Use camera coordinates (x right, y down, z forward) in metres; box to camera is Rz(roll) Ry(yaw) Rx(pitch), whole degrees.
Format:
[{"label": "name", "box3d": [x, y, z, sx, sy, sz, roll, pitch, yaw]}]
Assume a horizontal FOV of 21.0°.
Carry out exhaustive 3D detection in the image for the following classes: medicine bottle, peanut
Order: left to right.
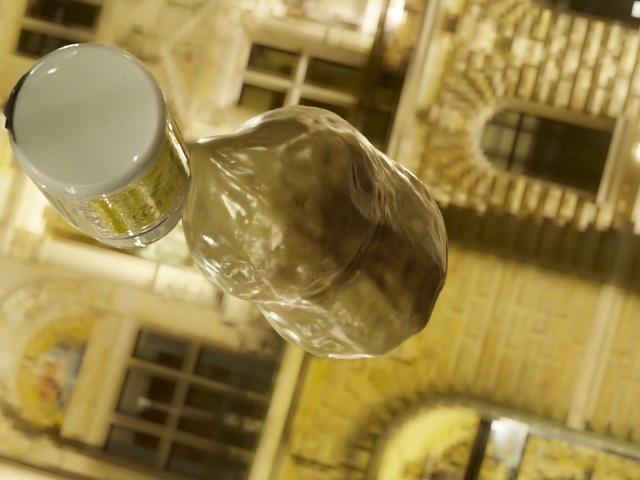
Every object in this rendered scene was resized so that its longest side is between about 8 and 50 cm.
[{"label": "medicine bottle", "box3d": [-0.197, -0.079, 1.608, 0.258, 0.143, 0.143, 82, -156, -78]}, {"label": "peanut", "box3d": [0.000, 0.000, 1.368, 0.169, 0.192, 0.387, -36, -22, 9]}]
